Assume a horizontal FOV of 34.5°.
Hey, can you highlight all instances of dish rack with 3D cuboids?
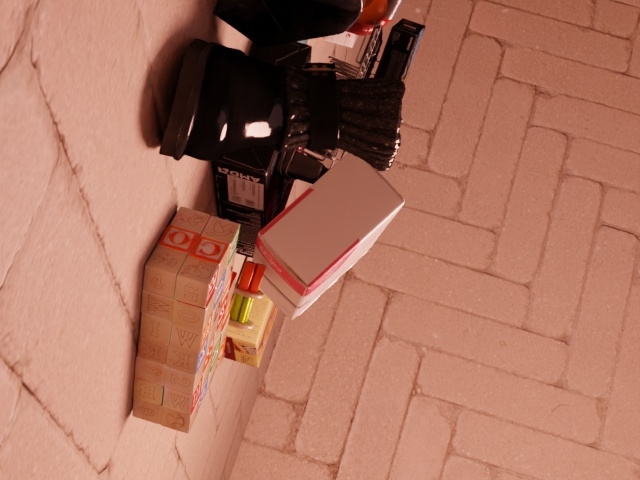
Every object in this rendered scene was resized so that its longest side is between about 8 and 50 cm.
[{"bbox_3d":[0.024,-0.212,1.599,0.208,0.074,0.272,2,111,-87],"label":"dish rack"}]

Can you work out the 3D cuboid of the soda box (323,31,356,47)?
[{"bbox_3d":[0.069,-0.534,2.439,0.216,0.073,0.069,-68,173,-54],"label":"soda box"}]

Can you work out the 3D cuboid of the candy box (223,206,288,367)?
[{"bbox_3d":[-0.126,0.097,2.235,0.183,0.087,0.317,97,9,-67],"label":"candy box"}]

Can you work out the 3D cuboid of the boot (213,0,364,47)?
[{"bbox_3d":[0.063,-0.464,1.203,0.367,0.146,0.445,-16,-131,55],"label":"boot"}]

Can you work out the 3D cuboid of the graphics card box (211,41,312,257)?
[{"bbox_3d":[-0.092,-0.138,1.666,0.371,0.094,0.233,95,13,-68],"label":"graphics card box"}]

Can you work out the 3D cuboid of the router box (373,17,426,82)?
[{"bbox_3d":[0.112,-0.259,1.644,0.133,0.046,0.179,-58,169,-69],"label":"router box"}]

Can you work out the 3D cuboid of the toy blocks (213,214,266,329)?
[{"bbox_3d":[-0.138,0.047,1.560,0.054,0.123,0.148,-29,136,-76],"label":"toy blocks"}]

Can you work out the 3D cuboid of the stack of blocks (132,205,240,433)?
[{"bbox_3d":[-0.182,0.100,1.422,0.171,0.087,0.297,-69,174,-49],"label":"stack of blocks"}]

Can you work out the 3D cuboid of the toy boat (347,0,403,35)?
[{"bbox_3d":[0.052,-0.391,1.619,0.151,0.231,0.151,54,-55,42],"label":"toy boat"}]

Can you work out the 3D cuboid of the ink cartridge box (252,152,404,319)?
[{"bbox_3d":[0.000,0.000,1.631,0.207,0.117,0.283,-43,175,-15],"label":"ink cartridge box"}]

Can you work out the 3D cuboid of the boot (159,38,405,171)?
[{"bbox_3d":[-0.030,-0.150,1.222,0.348,0.260,0.131,-64,170,-71],"label":"boot"}]

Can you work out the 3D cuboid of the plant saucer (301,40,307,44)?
[{"bbox_3d":[-0.032,-0.409,1.949,0.192,0.018,0.067,101,7,-49],"label":"plant saucer"}]
